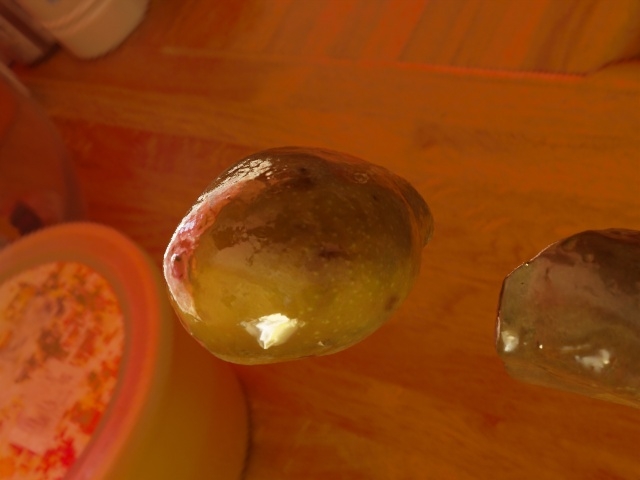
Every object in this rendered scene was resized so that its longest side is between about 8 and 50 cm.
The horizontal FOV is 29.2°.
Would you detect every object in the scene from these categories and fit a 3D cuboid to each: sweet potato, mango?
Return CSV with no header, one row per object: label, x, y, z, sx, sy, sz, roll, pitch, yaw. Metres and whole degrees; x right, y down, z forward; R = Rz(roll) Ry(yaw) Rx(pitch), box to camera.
sweet potato,0.321,0.066,0.937,0.369,0.158,0.158,5,60,10
mango,-0.006,-0.005,1.015,0.175,0.176,0.329,-44,4,28
